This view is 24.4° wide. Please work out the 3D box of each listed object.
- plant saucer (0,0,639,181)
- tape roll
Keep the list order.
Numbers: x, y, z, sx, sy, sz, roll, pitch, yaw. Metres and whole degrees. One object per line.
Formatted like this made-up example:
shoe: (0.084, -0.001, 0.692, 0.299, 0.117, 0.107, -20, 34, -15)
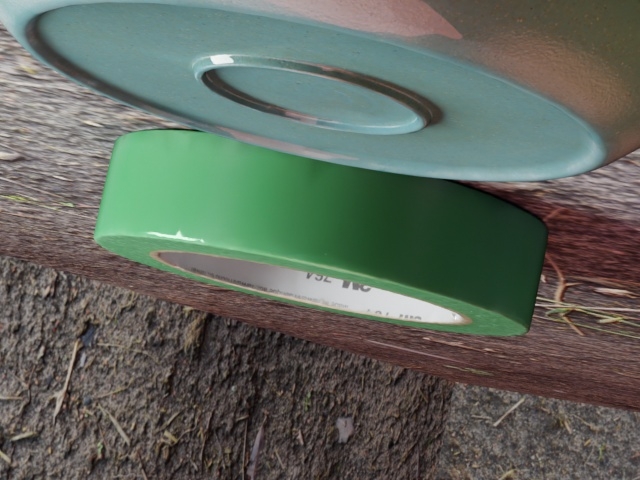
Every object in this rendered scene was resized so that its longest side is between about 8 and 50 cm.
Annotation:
plant saucer: (0.000, -0.077, 0.627, 0.317, 0.044, 0.317, 12, 173, 1)
tape roll: (0.000, 0.000, 1.077, 0.321, 0.077, 0.321, 11, 173, 1)
